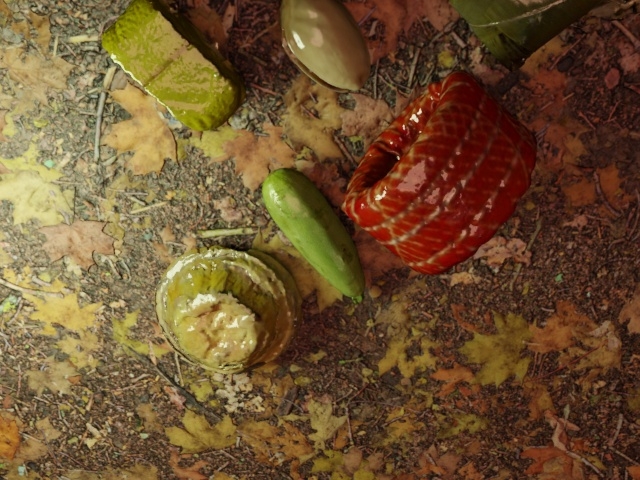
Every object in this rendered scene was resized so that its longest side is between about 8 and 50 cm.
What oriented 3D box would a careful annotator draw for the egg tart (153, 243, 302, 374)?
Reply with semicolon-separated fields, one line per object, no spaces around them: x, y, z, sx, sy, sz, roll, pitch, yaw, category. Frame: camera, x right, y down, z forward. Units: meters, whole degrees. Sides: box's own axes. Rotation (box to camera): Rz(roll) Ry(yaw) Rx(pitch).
-0.214;0.177;1.419;0.351;0.150;0.352;1;112;2;egg tart

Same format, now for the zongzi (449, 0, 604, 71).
0.342;-0.477;1.067;0.300;0.145;0.274;37;127;-27;zongzi

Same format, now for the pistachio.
0.007;-0.376;1.175;0.152;0.126;0.223;-44;113;-20;pistachio

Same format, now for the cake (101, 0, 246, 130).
-0.259;-0.330;1.164;0.156;0.179;0.260;-38;112;17;cake

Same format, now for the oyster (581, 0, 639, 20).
0.608;-0.460;1.120;0.294;0.166;0.094;-11;102;6;oyster

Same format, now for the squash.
0.005;-0.002;1.351;0.118;0.118;0.371;-31;112;13;squash

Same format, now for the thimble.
0.217;-0.122;1.183;0.230;0.350;0.350;38;109;-14;thimble
